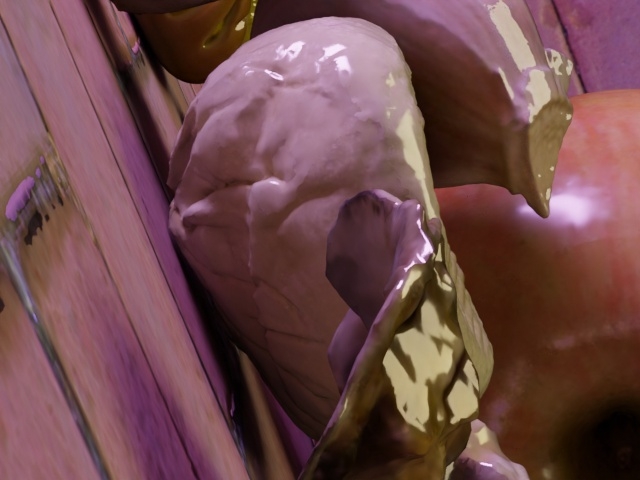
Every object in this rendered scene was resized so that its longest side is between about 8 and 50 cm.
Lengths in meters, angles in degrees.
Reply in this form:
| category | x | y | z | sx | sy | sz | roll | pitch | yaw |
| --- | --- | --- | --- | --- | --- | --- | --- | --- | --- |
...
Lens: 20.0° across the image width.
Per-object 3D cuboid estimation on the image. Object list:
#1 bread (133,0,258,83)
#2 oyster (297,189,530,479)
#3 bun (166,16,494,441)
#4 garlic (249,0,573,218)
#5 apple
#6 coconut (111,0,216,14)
| category | x | y | z | sx | sy | sz | roll | pitch | yaw |
| --- | --- | --- | --- | --- | --- | --- | --- | --- | --- |
| bread | -0.101 | -0.217 | 1.274 | 0.213 | 0.104 | 0.213 | -20 | 90 | -86 |
| oyster | 0.051 | 0.167 | 0.621 | 0.238 | 0.114 | 0.351 | 59 | 12 | -71 |
| bun | 0.000 | 0.000 | 0.918 | 0.229 | 0.145 | 0.229 | -13 | 90 | -84 |
| garlic | 0.014 | -0.107 | 1.038 | 0.128 | 0.266 | 0.148 | 28 | 73 | -41 |
| apple | 0.182 | 0.093 | 1.202 | 0.346 | 0.391 | 0.391 | -104 | 172 | -75 |
| coconut | -0.072 | -0.205 | 0.981 | 0.171 | 0.171 | 0.183 | -109 | -144 | -68 |
